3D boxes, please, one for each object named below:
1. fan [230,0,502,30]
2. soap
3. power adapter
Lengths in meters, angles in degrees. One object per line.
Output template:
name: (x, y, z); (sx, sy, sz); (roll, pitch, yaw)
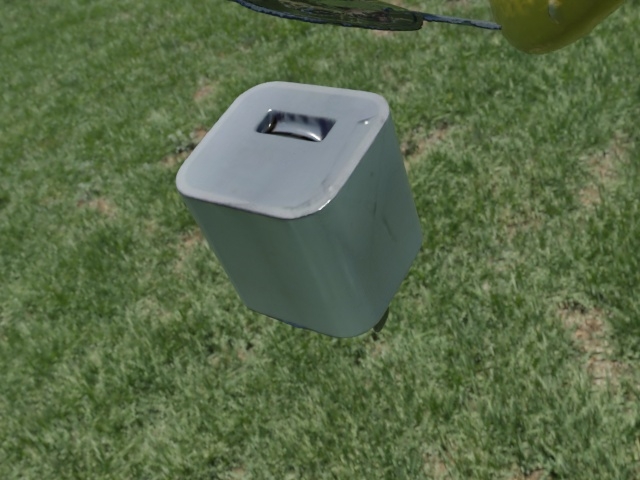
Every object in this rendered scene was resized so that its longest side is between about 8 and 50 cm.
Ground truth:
fan: (0.047, -0.256, 0.818); (0.334, 0.011, 0.230); (2, 27, -16)
soap: (0.328, -0.423, 0.971); (0.115, 0.306, 0.427); (-12, -2, -14)
power adapter: (0.000, 0.000, 0.562); (0.130, 0.205, 0.125); (14, 56, 29)
